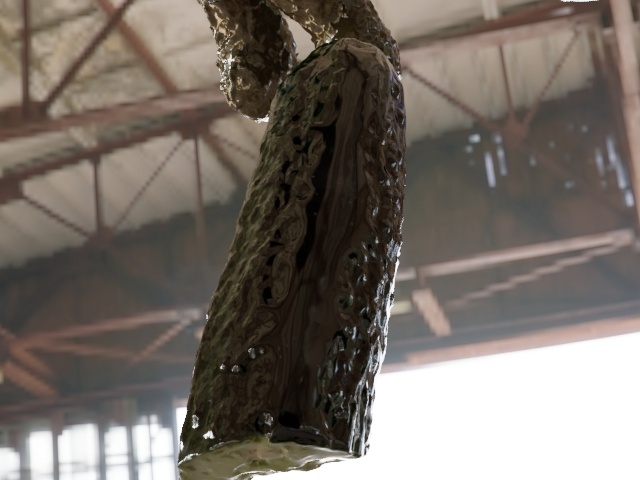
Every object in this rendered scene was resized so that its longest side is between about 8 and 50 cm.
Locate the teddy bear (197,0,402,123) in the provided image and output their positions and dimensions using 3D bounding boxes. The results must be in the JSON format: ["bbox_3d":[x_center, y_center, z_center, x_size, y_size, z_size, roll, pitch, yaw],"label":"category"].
[{"bbox_3d":[-0.068,-0.174,0.908,0.182,0.129,0.251,-12,-34,42],"label":"teddy bear"}]

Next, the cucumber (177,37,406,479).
[{"bbox_3d":[-0.001,0.000,0.639,0.074,0.241,0.074,7,-39,6],"label":"cucumber"}]
